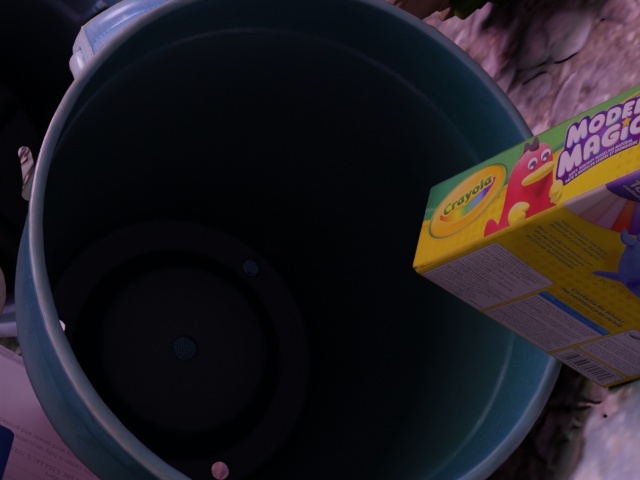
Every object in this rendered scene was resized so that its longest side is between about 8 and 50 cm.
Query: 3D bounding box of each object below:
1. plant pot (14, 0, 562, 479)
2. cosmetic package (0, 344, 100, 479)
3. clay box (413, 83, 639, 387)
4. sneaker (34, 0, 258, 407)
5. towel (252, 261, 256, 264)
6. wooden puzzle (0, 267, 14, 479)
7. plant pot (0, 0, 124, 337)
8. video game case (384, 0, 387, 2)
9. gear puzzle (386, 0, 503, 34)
[{"bbox_3d":[-0.045,0.037,0.848,0.255,0.272,0.271,-40,28,63],"label":"plant pot"},{"bbox_3d":[-0.301,0.286,1.129,0.217,0.156,0.385,-26,39,45],"label":"cosmetic package"},{"bbox_3d":[0.159,-0.009,0.658,0.222,0.127,0.053,-27,40,47],"label":"clay box"},{"bbox_3d":[-0.132,-0.038,1.124,0.319,0.127,0.208,-52,52,20],"label":"sneaker"},{"bbox_3d":[0.000,0.000,1.004,0.119,0.067,0.029,-20,43,52],"label":"towel"},{"bbox_3d":[-0.287,0.214,0.927,0.322,0.080,0.348,-38,35,38],"label":"wooden puzzle"},{"bbox_3d":[-0.328,-0.075,1.415,0.341,0.341,0.334,-66,18,-15],"label":"plant pot"},{"bbox_3d":[-0.055,-0.111,1.209,0.274,0.026,0.196,8,68,48],"label":"video game case"},{"bbox_3d":[0.112,-0.185,0.955,0.175,0.044,0.339,-33,-20,-56],"label":"gear puzzle"}]
